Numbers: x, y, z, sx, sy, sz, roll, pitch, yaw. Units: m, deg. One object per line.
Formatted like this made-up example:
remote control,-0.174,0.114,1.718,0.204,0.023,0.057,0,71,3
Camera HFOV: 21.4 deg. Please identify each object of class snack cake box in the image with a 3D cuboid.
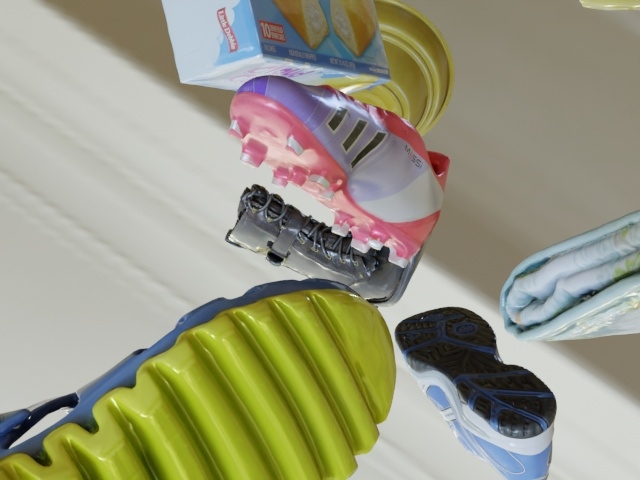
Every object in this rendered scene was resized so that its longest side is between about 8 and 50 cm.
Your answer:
snack cake box,-0.042,-0.217,1.563,0.264,0.089,0.152,-2,-102,-62

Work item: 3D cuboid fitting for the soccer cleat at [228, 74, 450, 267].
soccer cleat,0.017,-0.065,1.148,0.083,0.095,0.248,18,167,33

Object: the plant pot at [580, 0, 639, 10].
plant pot,0.312,-0.298,1.809,0.134,0.095,0.134,60,-164,-30

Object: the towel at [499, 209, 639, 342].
towel,0.384,0.033,1.610,0.320,0.374,0.090,0,-100,-18

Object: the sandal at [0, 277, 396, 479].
sandal,-0.106,0.105,0.884,0.317,0.126,0.138,-25,-158,-23

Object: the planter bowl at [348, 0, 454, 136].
planter bowl,0.044,-0.162,1.912,0.217,0.217,0.090,19,-145,-11

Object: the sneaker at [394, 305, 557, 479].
sneaker,0.116,0.121,1.325,0.080,0.081,0.211,-17,-149,-12

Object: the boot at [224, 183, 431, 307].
boot,0.000,0.000,2.127,0.229,0.263,0.091,31,-121,-7
